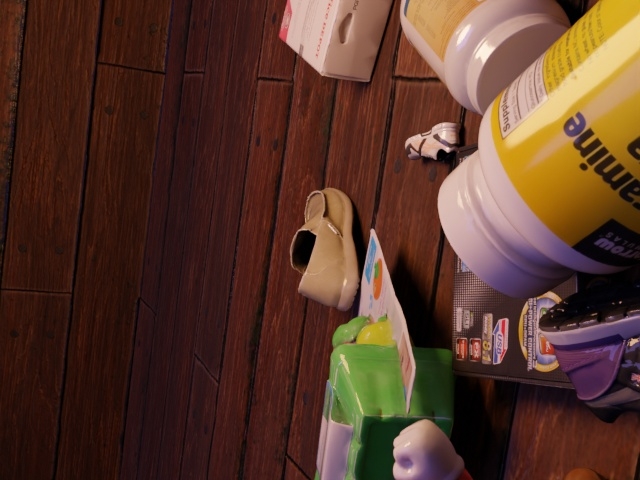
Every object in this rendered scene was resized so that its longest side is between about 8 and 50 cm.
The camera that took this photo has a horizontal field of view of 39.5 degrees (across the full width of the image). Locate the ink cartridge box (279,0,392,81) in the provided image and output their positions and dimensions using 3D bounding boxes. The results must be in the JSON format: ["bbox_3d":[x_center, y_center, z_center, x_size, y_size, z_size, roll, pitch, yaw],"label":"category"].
[{"bbox_3d":[0.022,-0.365,1.427,0.218,0.092,0.158,-124,44,-56],"label":"ink cartridge box"}]

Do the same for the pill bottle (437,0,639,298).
[{"bbox_3d":[0.251,-0.091,0.715,0.334,0.188,0.187,-45,46,43],"label":"pill bottle"}]

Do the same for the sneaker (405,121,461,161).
[{"bbox_3d":[0.146,-0.121,1.177,0.109,0.040,0.043,155,114,-63],"label":"sneaker"}]

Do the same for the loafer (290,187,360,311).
[{"bbox_3d":[0.000,0.000,1.383,0.268,0.092,0.101,-102,28,-55],"label":"loafer"}]

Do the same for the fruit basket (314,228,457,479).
[{"bbox_3d":[0.060,0.201,1.162,0.353,0.166,0.326,-112,26,-60],"label":"fruit basket"}]

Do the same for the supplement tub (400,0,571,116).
[{"bbox_3d":[0.186,-0.227,0.982,0.199,0.144,0.144,-115,38,-47],"label":"supplement tub"}]

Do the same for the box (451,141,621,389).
[{"bbox_3d":[0.226,0.017,0.956,0.216,0.060,0.269,172,101,-65],"label":"box"}]

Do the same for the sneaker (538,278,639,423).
[{"bbox_3d":[0.323,0.092,0.726,0.283,0.107,0.124,-15,104,55],"label":"sneaker"}]

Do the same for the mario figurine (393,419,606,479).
[{"bbox_3d":[0.117,0.266,0.839,0.170,0.321,0.198,163,110,-63],"label":"mario figurine"}]
